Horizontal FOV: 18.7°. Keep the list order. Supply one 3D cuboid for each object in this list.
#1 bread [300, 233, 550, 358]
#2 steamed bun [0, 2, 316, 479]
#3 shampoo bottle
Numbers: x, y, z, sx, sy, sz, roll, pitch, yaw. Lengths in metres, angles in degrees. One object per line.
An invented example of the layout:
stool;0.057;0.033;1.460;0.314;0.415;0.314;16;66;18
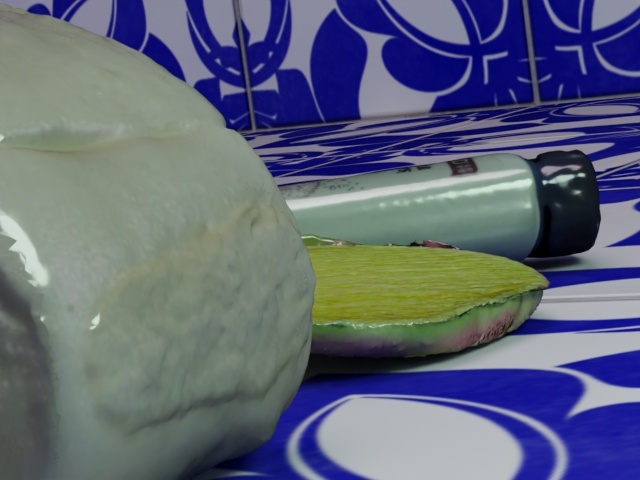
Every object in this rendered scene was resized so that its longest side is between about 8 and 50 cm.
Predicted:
bread;0.014;0.031;1.106;0.228;0.033;0.228;3;11;-1
steamed bun;-0.211;0.003;0.867;0.383;0.236;0.247;-3;7;30
shampoo bottle;0.000;0.000;1.298;0.359;0.078;0.134;-9;-6;-6
